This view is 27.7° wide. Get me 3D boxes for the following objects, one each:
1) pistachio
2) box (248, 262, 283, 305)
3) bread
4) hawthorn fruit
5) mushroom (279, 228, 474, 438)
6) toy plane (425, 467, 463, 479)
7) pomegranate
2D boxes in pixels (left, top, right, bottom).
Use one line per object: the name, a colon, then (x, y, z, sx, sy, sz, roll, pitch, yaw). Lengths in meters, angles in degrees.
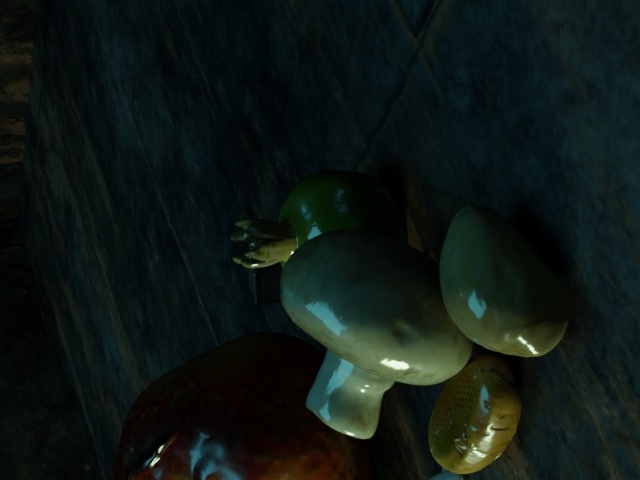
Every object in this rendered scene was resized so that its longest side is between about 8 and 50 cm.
pistachio: (0.190, 0.046, 1.377, 0.124, 0.125, 0.184, 116, 144, -56)
box: (-0.072, 0.060, 2.037, 0.063, 0.085, 0.060, -133, 37, -61)
bread: (0.184, 0.202, 1.509, 0.189, 0.077, 0.114, 120, 153, -49)
hawthorn fruit: (-0.099, 0.321, 1.881, 0.403, 0.403, 0.402, 169, 90, -67)
mushroom: (0.051, 0.110, 1.487, 0.243, 0.244, 0.243, 169, 90, -67)
toy plane: (0.124, 0.345, 1.689, 0.171, 0.162, 0.065, -46, 24, 23)
pomegranate: (-0.001, -0.001, 1.652, 0.187, 0.225, 0.187, 16, 108, 62)
